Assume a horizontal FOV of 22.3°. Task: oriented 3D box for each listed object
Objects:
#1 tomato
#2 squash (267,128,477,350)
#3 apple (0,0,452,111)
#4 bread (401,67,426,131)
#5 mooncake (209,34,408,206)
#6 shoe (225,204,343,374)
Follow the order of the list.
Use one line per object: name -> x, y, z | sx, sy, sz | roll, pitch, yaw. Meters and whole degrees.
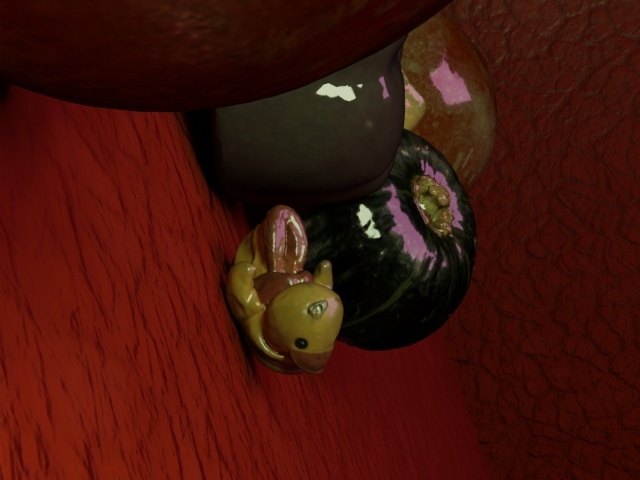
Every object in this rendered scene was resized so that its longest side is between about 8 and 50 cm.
tomato -> 0.076, -0.146, 1.735 | 0.270, 0.222, 0.270 | -17, 90, -87
squash -> 0.041, -0.006, 1.286 | 0.193, 0.156, 0.193 | 7, 80, -41
apple -> -0.043, -0.216, 0.468 | 0.348, 0.277, 0.348 | 51, 17, -22
bread -> -0.021, -0.173, 1.395 | 0.266, 0.142, 0.178 | 52, 28, -26
mooncake -> -0.007, -0.139, 1.135 | 0.245, 0.133, 0.245 | -178, -90, -89
shoe -> -0.026, 0.031, 1.024 | 0.109, 0.072, 0.069 | -94, -156, -49
